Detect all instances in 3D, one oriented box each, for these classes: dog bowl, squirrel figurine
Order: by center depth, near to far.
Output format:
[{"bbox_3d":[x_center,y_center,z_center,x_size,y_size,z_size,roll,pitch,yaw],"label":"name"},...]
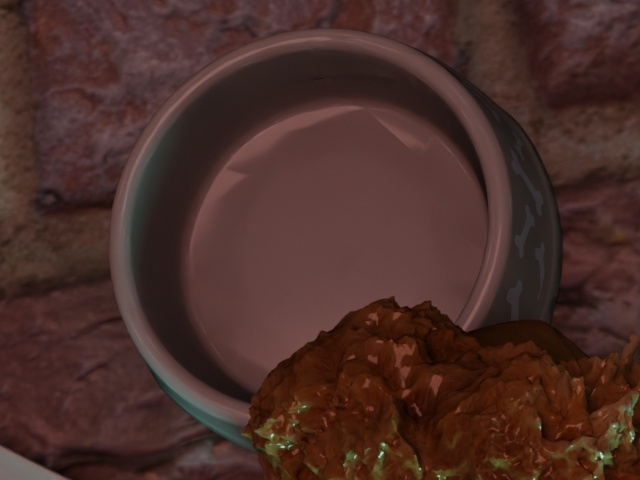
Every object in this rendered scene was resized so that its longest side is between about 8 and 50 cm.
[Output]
[{"bbox_3d":[0.138,0.219,1.127,0.281,0.397,0.370,-38,51,-4],"label":"squirrel figurine"},{"bbox_3d":[0.000,0.000,1.399,0.348,0.102,0.349,-4,73,15],"label":"dog bowl"}]

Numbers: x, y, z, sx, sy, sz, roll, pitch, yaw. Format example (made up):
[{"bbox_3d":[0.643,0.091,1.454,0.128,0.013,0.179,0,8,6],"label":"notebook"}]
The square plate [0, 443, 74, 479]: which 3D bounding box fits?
[{"bbox_3d":[-0.339,0.301,1.444,0.344,0.049,0.347,24,83,21],"label":"square plate"}]
